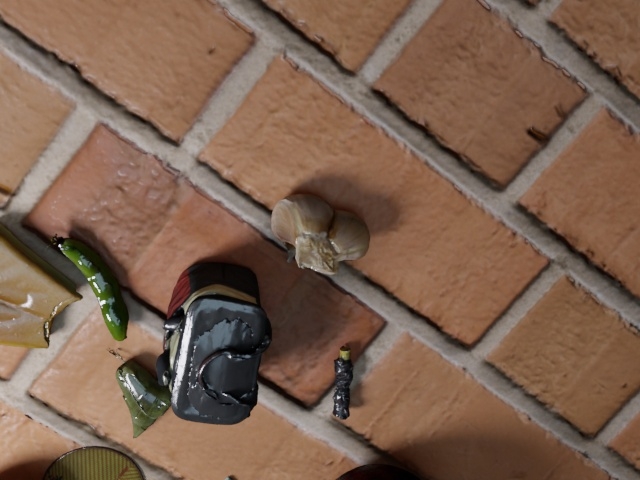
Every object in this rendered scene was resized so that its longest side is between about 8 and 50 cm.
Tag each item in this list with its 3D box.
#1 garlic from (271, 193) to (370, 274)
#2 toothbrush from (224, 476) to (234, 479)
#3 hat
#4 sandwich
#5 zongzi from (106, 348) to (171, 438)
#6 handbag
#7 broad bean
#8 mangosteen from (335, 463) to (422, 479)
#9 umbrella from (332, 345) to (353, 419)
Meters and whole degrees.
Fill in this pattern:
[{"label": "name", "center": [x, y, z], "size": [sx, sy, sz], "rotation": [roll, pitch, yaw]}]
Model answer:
[{"label": "garlic", "center": [0.000, -0.010, 1.705], "size": [0.174, 0.099, 0.124], "rotation": [14, 91, -18]}, {"label": "toothbrush", "center": [-0.235, 0.541, 1.940], "size": [0.019, 0.016, 0.219], "rotation": [31, 104, -28]}, {"label": "hat", "center": [-0.424, 0.484, 1.851], "size": [0.193, 0.082, 0.193], "rotation": [-3, 113, -6]}, {"label": "sandwich", "center": [-0.549, 0.121, 1.688], "size": [0.245, 0.063, 0.212], "rotation": [-42, 114, 11]}, {"label": "zongzi", "center": [-0.352, 0.277, 1.793], "size": [0.154, 0.062, 0.130], "rotation": [39, 114, -15]}, {"label": "handbag", "center": [-0.184, 0.176, 1.701], "size": [0.181, 0.181, 0.254], "rotation": [7, 111, -12]}, {"label": "broad bean", "center": [-0.383, 0.074, 1.700], "size": [0.069, 0.039, 0.227], "rotation": [-45, 117, -26]}, {"label": "mangosteen", "center": [0.096, 0.563, 1.873], "size": [0.300, 0.300, 0.300], "rotation": [-3, 113, -7]}, {"label": "umbrella", "center": [0.041, 0.264, 1.852], "size": [0.037, 0.040, 0.144], "rotation": [2, 112, 0]}]
